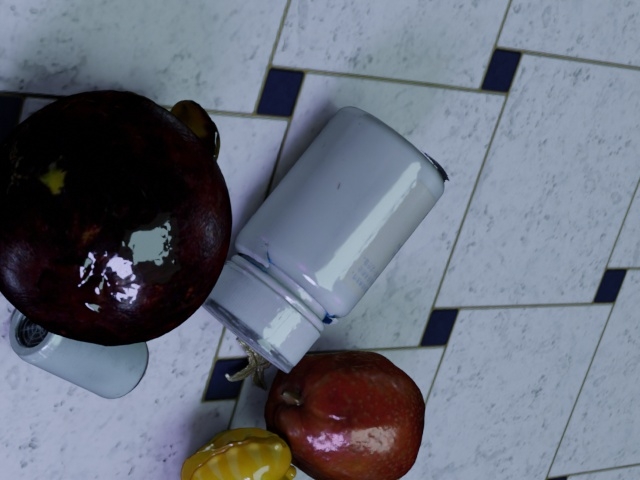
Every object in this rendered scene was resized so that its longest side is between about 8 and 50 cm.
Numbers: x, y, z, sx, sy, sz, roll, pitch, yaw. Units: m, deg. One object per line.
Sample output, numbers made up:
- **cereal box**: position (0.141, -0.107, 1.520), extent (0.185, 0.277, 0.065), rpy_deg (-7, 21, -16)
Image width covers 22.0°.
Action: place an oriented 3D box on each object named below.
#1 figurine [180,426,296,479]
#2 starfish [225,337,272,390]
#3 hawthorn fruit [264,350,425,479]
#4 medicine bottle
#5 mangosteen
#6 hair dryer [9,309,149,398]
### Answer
- **figurine**: position (-0.087, 0.294, 1.800), extent (0.131, 0.156, 0.246), rpy_deg (-15, 133, -11)
- **starfish**: position (-0.071, 0.138, 1.806), extent (0.092, 0.016, 0.086), rpy_deg (-26, 129, -39)
- **hawthorn fruit**: position (0.026, 0.193, 1.829), extent (0.179, 0.173, 0.173), rpy_deg (26, 97, -11)
- **medicine bottle**: position (0.000, 0.000, 1.689), extent (0.258, 0.143, 0.143), rpy_deg (-52, 140, -8)
- **mangosteen**: position (-0.182, -0.033, 1.458), extent (0.265, 0.228, 0.228), rpy_deg (-73, 164, -53)
- **hair dryer**: position (-0.189, 0.030, 1.580), extent (0.131, 0.073, 0.236), rpy_deg (34, 86, -49)
